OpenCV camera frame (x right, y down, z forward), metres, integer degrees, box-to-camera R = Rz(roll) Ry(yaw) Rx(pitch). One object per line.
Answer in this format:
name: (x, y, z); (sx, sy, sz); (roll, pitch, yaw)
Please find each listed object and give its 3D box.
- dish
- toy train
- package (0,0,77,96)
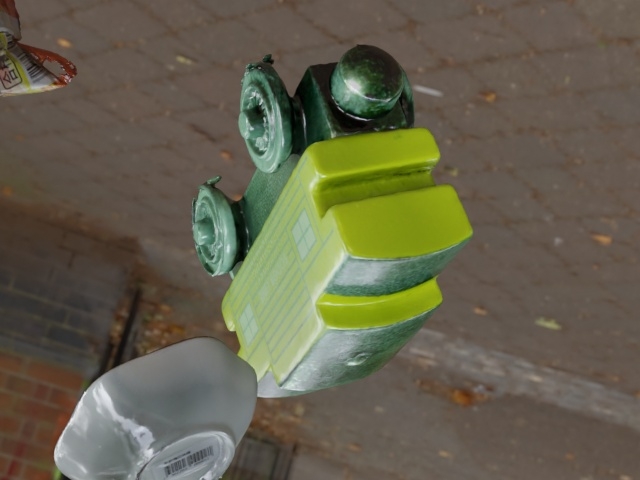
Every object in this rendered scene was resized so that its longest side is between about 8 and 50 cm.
dish: (-0.126, 0.172, 0.998); (0.190, 0.190, 0.066); (36, -166, -52)
toy train: (0.000, 0.000, 1.207); (0.179, 0.272, 0.442); (-11, 157, -23)
package: (-0.441, -0.218, 1.279); (0.223, 0.288, 0.108); (64, 168, -5)
